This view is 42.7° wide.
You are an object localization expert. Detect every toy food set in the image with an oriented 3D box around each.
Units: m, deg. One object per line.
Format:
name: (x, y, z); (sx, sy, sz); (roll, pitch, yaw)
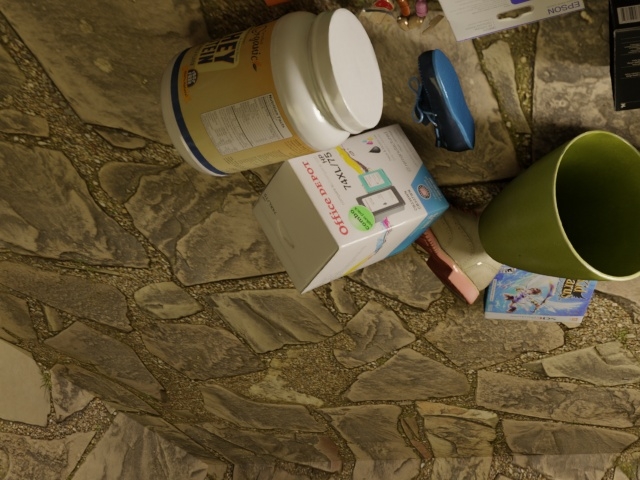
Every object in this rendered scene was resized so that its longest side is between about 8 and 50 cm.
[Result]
toy food set: (0.130, -0.366, 1.301); (0.122, 0.019, 0.078); (13, 156, -24)

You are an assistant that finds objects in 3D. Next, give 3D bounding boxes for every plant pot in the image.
plant pot: (0.452, -0.038, 1.586); (0.275, 0.275, 0.293); (22, 160, -23)

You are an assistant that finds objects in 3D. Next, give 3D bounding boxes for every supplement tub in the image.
supplement tub: (-0.078, -0.244, 1.353); (0.316, 0.228, 0.228); (-11, 144, 26)

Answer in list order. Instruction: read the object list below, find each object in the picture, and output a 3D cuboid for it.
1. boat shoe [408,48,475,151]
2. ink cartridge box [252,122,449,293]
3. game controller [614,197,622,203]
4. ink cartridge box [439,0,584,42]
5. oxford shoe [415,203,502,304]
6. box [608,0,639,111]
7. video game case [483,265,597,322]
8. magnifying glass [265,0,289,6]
boat shoe: (0.205, -0.228, 1.442); (0.089, 0.109, 0.258); (-4, 145, 23)
ink cartridge box: (0.052, -0.061, 1.536); (0.270, 0.198, 0.197); (-21, 164, -33)
game controller: (0.700, -0.025, 1.708); (0.166, 0.067, 0.319); (-7, 147, 21)
ink cartridge box: (0.265, -0.400, 1.205); (0.206, 0.045, 0.208); (-9, 144, 24)
oxford shoe: (0.263, -0.036, 1.753); (0.146, 0.140, 0.397); (-42, 127, -5)
box: (0.579, -0.305, 1.244); (0.261, 0.103, 0.184); (-5, 144, 17)
video game case: (0.525, 0.110, 1.967); (0.244, 0.061, 0.269); (1, 148, 7)
magnifying glass: (0.019, -0.403, 1.270); (0.231, 0.026, 0.092); (-7, 146, 23)
